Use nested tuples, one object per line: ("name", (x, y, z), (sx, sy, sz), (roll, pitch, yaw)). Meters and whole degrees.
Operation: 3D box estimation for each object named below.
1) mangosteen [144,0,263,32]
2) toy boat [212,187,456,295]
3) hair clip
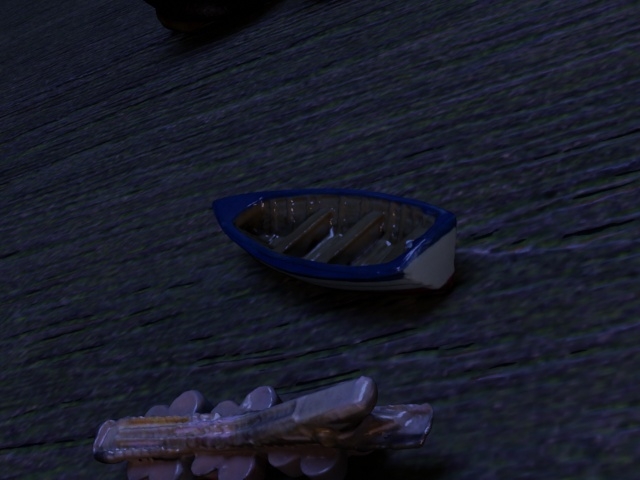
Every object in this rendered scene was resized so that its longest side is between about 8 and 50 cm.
("mangosteen", (-0.161, -0.361, 1.402), (0.228, 0.228, 0.265), (-52, 0, -40))
("toy boat", (0.000, 0.000, 0.706), (0.080, 0.046, 0.229), (-43, 27, -24))
("hair clip", (-0.032, 0.097, 0.558), (0.214, 0.056, 0.062), (-18, 42, 43))
